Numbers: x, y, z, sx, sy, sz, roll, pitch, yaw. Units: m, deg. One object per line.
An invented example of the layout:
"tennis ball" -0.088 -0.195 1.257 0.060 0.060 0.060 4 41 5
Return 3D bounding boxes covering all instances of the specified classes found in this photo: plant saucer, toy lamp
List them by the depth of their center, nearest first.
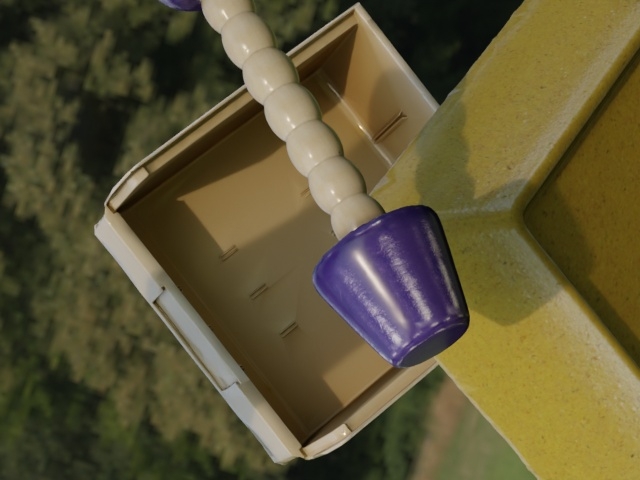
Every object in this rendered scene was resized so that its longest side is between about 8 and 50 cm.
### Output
"toy lamp" -0.008 -0.055 0.946 0.080 0.274 0.080 -29 -20 -12
"plant saucer" 0.216 0.009 1.129 0.081 0.332 0.333 -25 21 50

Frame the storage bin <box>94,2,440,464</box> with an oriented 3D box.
"storage bin" 0.000 0.000 1.379 0.260 0.262 0.123 -38 0 -23
